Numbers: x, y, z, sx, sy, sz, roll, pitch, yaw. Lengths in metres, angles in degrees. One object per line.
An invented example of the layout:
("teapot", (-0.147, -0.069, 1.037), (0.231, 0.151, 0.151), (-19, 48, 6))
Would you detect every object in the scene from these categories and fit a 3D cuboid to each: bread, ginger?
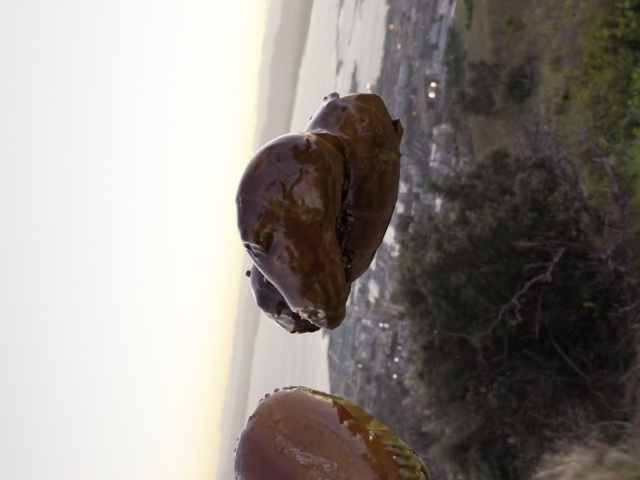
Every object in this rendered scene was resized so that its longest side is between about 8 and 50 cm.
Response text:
("bread", (0.005, 0.221, 0.638), (0.132, 0.190, 0.114), (-62, -32, -4))
("ginger", (0.000, 0.000, 0.391), (0.103, 0.073, 0.162), (-39, -33, -39))
